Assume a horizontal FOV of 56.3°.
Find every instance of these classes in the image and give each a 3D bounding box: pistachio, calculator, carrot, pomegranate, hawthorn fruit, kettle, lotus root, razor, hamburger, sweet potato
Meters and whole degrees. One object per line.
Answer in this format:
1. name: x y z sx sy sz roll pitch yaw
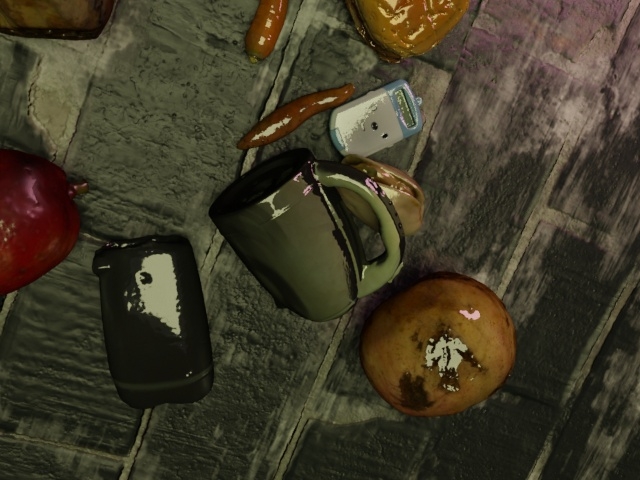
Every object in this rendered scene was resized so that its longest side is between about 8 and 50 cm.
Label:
1. pistachio: 0.124 -0.087 1.227 0.215 0.144 0.144 31 95 -13
2. calculator: 0.117 -0.248 1.232 0.210 0.039 0.121 -25 109 -7
3. carrot: -0.090 -0.466 1.125 0.062 0.066 0.272 3 104 -58
4. pomegranate: 0.240 0.215 1.238 0.321 0.322 0.323 -3 104 -12
5. hawthorn fruit: -0.549 -0.040 1.029 0.307 0.265 0.266 -19 108 -31
6. kettle: 0.000 0.000 1.157 0.320 0.228 0.324 -24 114 18
7. lotus root: -0.458 -0.435 0.933 0.315 0.316 0.250 -8 113 -11
8. razor: -0.329 0.163 1.191 0.204 0.113 0.350 -8 105 -8
9. hamburger: 0.167 -0.464 1.125 0.244 0.163 0.245 -4 104 -14
10. sweet potato: -0.052 -0.249 1.185 0.264 0.057 0.057 -32 108 -5
